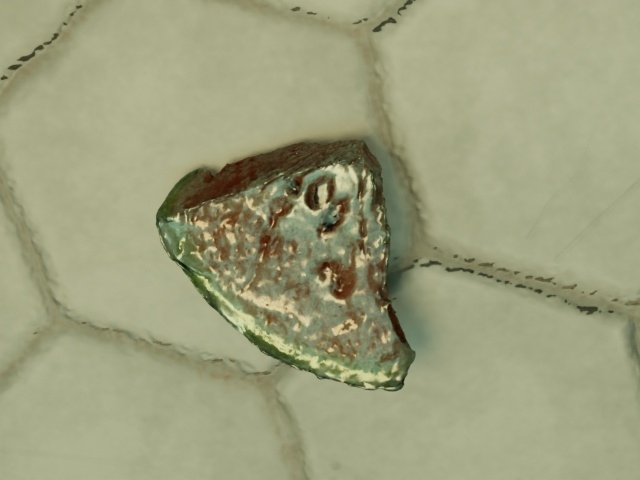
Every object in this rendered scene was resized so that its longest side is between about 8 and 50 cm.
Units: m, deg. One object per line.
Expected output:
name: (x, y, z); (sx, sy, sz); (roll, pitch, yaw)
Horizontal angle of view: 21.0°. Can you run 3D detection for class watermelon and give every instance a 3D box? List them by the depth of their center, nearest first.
watermelon: (0.000, 0.000, 1.072); (0.187, 0.071, 0.139); (36, 109, -2)
